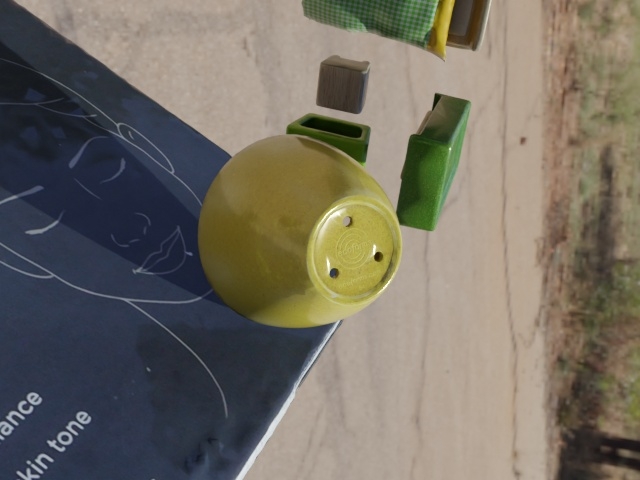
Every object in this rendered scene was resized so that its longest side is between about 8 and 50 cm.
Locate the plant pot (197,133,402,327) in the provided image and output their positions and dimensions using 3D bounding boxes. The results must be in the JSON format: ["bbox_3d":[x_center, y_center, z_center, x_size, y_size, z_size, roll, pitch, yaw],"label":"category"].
[{"bbox_3d":[0.000,0.000,0.587,0.134,0.095,0.134,-5,100,-28],"label":"plant pot"}]

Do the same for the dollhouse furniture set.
[{"bbox_3d":[0.057,-0.192,0.894,0.151,0.197,0.302,-56,157,-57],"label":"dollhouse furniture set"}]

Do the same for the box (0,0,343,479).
[{"bbox_3d":[-0.288,0.082,0.663,0.297,0.471,0.480,-54,178,38],"label":"box"}]
